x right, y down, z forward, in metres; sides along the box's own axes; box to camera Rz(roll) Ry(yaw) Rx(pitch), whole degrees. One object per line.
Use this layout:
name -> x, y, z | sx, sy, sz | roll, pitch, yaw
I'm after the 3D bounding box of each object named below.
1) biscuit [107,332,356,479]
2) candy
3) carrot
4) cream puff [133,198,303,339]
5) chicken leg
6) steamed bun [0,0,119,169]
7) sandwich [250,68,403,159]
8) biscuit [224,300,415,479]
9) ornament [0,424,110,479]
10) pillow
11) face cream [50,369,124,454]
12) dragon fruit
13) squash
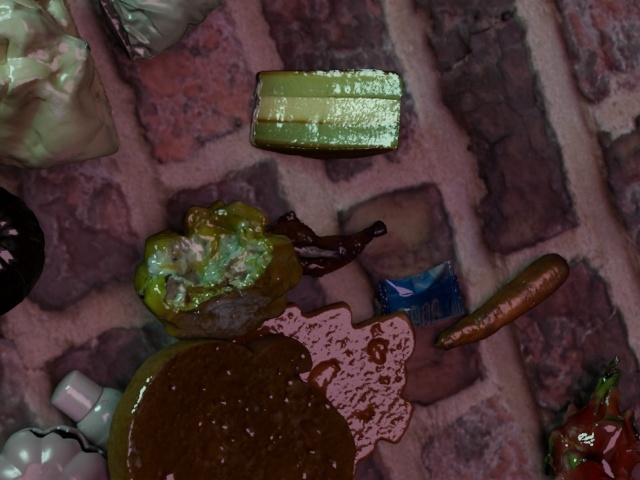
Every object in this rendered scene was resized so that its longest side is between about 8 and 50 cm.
biscuit -> -0.107, 0.266, 1.810 | 0.367, 0.063, 0.314 | 34, 68, -31
candy -> 0.148, 0.084, 1.999 | 0.136, 0.038, 0.088 | -16, 100, -25
carrot -> 0.271, 0.098, 2.037 | 0.248, 0.059, 0.059 | -34, 100, -14
cream puff -> -0.140, 0.037, 1.829 | 0.221, 0.195, 0.194 | -17, 95, -9
chicken leg -> -0.001, 0.007, 1.943 | 0.205, 0.053, 0.093 | 8, 72, -24
steamed bun -> -0.388, -0.225, 1.702 | 0.206, 0.275, 0.320 | -20, 61, -5
sandwich -> 0.008, -0.178, 1.880 | 0.144, 0.187, 0.117 | 6, 86, -26
biscuit -> -0.007, 0.192, 1.934 | 0.306, 0.043, 0.284 | 29, 86, -13
ornament -> -0.346, 0.324, 1.755 | 0.177, 0.177, 0.177 | 0, 89, -20
pillow -> -0.207, -0.416, 1.825 | 0.310, 0.138, 0.283 | -43, 103, -19
face cream -> -0.240, 0.269, 1.830 | 0.269, 0.082, 0.082 | 40, 76, -16
dragon fruit -> 0.418, 0.290, 2.041 | 0.135, 0.137, 0.236 | 23, 90, -27
squash -> -0.443, 0.015, 1.724 | 0.193, 0.156, 0.193 | 14, 68, -39
